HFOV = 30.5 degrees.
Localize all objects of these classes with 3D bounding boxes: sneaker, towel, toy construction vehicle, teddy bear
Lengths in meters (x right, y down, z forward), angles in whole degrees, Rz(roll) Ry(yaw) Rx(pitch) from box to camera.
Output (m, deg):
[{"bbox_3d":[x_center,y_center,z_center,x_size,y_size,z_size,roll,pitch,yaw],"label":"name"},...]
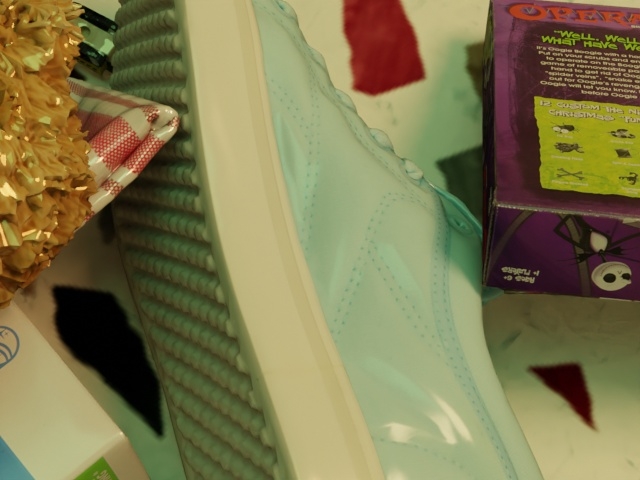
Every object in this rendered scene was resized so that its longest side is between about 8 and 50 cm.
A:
[{"bbox_3d":[0.000,0.000,0.530,0.150,0.135,0.366,-1,63,-29],"label":"sneaker"},{"bbox_3d":[-0.159,-0.004,0.501,0.197,0.029,0.144,-44,30,-15],"label":"towel"},{"bbox_3d":[-0.146,-0.082,0.613,0.098,0.035,0.086,26,73,9],"label":"toy construction vehicle"},{"bbox_3d":[-0.236,-0.033,0.475,0.245,0.113,0.338,-47,36,-16],"label":"teddy bear"}]

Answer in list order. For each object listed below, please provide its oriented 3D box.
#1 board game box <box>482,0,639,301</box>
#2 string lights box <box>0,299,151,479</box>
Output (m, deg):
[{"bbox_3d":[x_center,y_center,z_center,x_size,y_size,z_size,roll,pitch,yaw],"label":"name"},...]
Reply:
[{"bbox_3d":[0.246,-0.038,0.521,0.347,0.056,0.208,6,39,5],"label":"board game box"},{"bbox_3d":[-0.187,0.148,0.441,0.260,0.133,0.077,-40,71,-16],"label":"string lights box"}]
